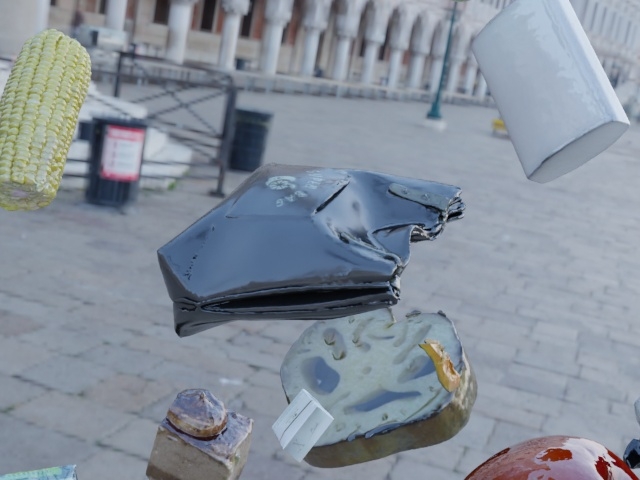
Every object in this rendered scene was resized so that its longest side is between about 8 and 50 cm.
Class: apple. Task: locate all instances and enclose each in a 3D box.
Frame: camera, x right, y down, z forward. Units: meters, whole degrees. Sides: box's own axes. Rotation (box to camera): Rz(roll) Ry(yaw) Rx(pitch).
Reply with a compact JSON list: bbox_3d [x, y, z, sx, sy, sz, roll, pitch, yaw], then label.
[{"bbox_3d":[0.268,0.348,1.101,0.260,0.216,0.260,39,22,-19],"label":"apple"}]

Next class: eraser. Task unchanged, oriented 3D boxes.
[{"bbox_3d":[0.354,-0.247,1.554,0.094,0.270,0.174,7,-35,-45],"label":"eraser"}]

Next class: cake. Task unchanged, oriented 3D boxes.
[{"bbox_3d":[-0.253,0.457,2.131,0.198,0.293,0.196,23,23,9],"label":"cake"}]

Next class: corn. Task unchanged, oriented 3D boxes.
[{"bbox_3d":[-0.335,-0.144,1.170,0.093,0.093,0.244,9,54,-5],"label":"corn"}]

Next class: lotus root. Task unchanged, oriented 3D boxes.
[{"bbox_3d":[0.094,0.264,1.812,0.390,0.111,0.375,17,45,43],"label":"lotus root"}]

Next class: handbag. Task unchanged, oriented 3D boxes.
[{"bbox_3d":[0.000,0.000,1.162,0.288,0.152,0.342,0,25,26],"label":"handbag"}]

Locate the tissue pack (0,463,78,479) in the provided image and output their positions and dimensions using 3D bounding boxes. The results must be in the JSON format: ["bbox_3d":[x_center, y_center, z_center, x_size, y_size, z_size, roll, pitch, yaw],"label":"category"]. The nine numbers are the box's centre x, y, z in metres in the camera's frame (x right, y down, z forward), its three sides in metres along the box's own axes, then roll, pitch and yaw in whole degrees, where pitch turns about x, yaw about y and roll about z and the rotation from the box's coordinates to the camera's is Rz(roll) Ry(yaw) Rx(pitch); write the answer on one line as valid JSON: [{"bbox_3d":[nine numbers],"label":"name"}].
[{"bbox_3d":[-0.472,0.524,1.540,0.228,0.311,0.128,3,-26,-45],"label":"tissue pack"}]

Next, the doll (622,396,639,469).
[{"bbox_3d":[0.498,0.223,1.272,0.257,0.117,0.182,-11,-20,-44],"label":"doll"}]

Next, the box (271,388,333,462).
[{"bbox_3d":[-0.030,0.285,1.537,0.040,0.084,0.154,42,-5,-9],"label":"box"}]

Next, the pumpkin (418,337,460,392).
[{"bbox_3d":[0.200,0.198,1.613,0.101,0.035,0.073,58,12,14],"label":"pumpkin"}]
